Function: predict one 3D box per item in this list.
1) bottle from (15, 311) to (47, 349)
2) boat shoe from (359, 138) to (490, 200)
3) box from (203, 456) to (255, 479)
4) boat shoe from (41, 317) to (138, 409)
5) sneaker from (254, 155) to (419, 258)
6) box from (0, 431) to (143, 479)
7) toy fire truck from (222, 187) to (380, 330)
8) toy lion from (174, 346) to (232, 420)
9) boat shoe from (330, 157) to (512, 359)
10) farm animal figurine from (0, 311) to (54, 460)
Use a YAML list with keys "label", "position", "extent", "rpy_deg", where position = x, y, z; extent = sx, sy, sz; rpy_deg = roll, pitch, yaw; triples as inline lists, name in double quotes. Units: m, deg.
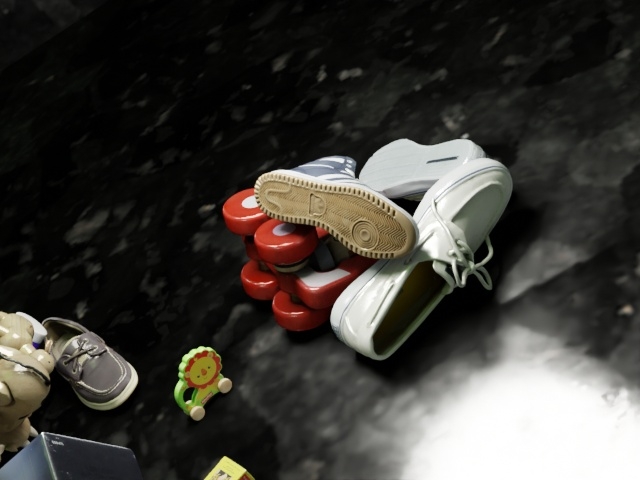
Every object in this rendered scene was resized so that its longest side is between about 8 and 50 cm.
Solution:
- label: "bottle"
  position: [-0.594, 0.257, 2.356]
  extent: [0.283, 0.092, 0.118]
  rpy_deg: [-53, 34, 4]
- label: "boat shoe"
  position: [0.177, -0.101, 2.186]
  extent: [0.302, 0.094, 0.109]
  rpy_deg: [4, 59, 58]
- label: "box"
  position: [-0.176, 0.423, 1.873]
  extent: [0.232, 0.087, 0.058]
  rpy_deg: [-47, 38, -18]
- label: "boat shoe"
  position: [-0.416, 0.209, 2.319]
  extent: [0.103, 0.092, 0.285]
  rpy_deg: [-46, 35, -11]
- label: "sneaker"
  position: [0.054, -0.057, 2.032]
  extent: [0.282, 0.099, 0.153]
  rpy_deg: [20, 22, 29]
- label: "box"
  position: [-0.358, 0.462, 1.732]
  extent: [0.294, 0.183, 0.296]
  rpy_deg: [-41, 54, 20]
- label: "toy fire truck"
  position: [0.000, 0.000, 2.179]
  extent: [0.254, 0.169, 0.302]
  rpy_deg: [-25, 32, -18]
- label: "toy lion"
  position: [-0.194, 0.222, 2.114]
  extent: [0.100, 0.096, 0.034]
  rpy_deg: [-46, 36, -14]
- label: "boat shoe"
  position: [0.181, 0.035, 1.987]
  extent: [0.367, 0.136, 0.156]
  rpy_deg: [-44, 35, -8]
- label: "farm animal figurine"
  position: [-0.513, 0.250, 2.133]
  extent: [0.327, 0.172, 0.330]
  rpy_deg: [-31, 37, 59]
